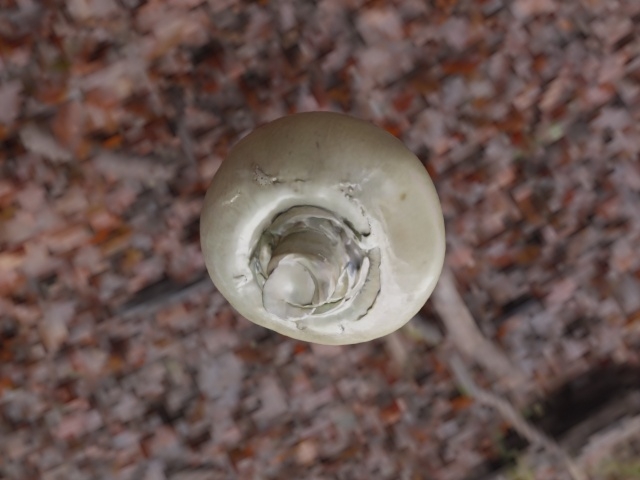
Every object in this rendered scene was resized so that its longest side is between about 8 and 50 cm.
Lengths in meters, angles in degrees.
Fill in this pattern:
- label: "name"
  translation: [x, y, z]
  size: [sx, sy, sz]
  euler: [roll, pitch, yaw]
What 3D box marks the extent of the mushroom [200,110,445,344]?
- label: "mushroom"
  translation: [0.000, 0.000, 1.716]
  size: [0.246, 0.246, 0.202]
  euler: [-44, -167, 27]
